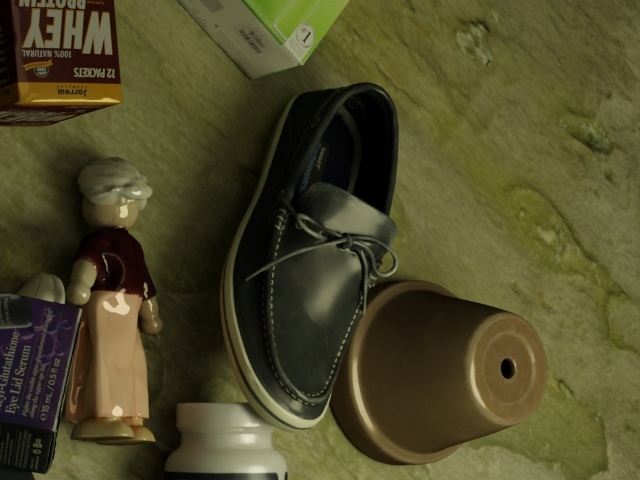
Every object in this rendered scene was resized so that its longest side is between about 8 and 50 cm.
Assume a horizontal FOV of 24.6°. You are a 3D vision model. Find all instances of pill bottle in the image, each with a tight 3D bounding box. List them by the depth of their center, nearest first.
[{"bbox_3d":[-0.115,0.329,1.786,0.153,0.153,0.265,7,80,-37],"label":"pill bottle"}]

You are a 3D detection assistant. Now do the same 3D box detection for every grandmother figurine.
[{"bbox_3d":[-0.250,0.065,1.740,0.208,0.104,0.342,57,31,-74],"label":"grandmother figurine"}]

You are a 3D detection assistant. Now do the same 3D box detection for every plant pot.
[{"bbox_3d":[0.177,0.178,1.982,0.263,0.229,0.263,4,83,-38],"label":"plant pot"}]

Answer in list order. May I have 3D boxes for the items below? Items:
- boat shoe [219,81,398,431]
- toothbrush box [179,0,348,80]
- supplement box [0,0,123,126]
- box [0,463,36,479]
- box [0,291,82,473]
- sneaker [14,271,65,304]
[{"bbox_3d":[0.000,0.000,1.844,0.187,0.156,0.500,34,51,-30],"label":"boat shoe"},{"bbox_3d":[-0.053,-0.387,1.938,0.206,0.122,0.283,48,58,-24],"label":"toothbrush box"},{"bbox_3d":[-0.332,-0.237,1.659,0.129,0.191,0.194,-3,88,-38],"label":"supplement box"},{"bbox_3d":[-0.390,0.302,1.553,0.156,0.158,0.093,-13,48,-30],"label":"box"},{"bbox_3d":[-0.365,0.137,1.517,0.207,0.108,0.153,11,55,-9],"label":"box"},{"bbox_3d":[-0.395,0.132,1.629,0.118,0.110,0.292,46,59,-14],"label":"sneaker"}]
